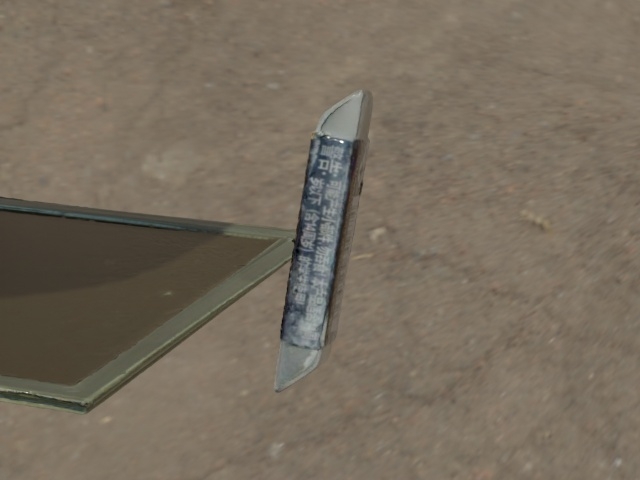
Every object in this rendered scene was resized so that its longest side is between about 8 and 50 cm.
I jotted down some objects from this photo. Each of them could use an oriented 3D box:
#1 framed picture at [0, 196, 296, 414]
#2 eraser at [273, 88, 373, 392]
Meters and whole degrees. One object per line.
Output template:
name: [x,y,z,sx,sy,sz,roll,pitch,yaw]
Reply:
framed picture: [-0.134,0.023,0.757,0.197,0.252,0.014,6,107,19]
eraser: [0.000,0.000,0.533,0.019,0.027,0.099,10,96,9]
